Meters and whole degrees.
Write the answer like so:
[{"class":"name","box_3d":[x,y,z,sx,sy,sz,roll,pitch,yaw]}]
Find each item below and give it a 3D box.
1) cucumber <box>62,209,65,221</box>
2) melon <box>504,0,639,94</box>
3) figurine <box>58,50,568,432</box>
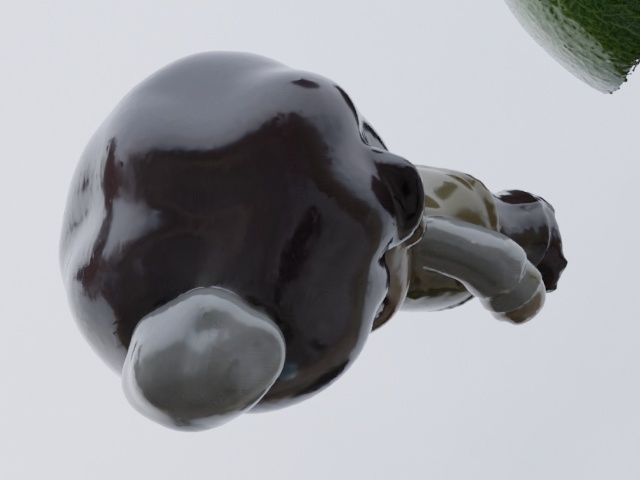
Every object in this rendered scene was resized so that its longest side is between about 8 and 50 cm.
[{"class":"cucumber","box_3d":[-0.170,-0.011,1.630,0.056,0.284,0.056,-1,-88,-27]},{"class":"melon","box_3d":[0.210,-0.244,1.422,0.169,0.129,0.265,28,-66,4]},{"class":"figurine","box_3d":[-0.004,0.019,1.130,0.365,0.218,0.206,23,-91,-52]}]
